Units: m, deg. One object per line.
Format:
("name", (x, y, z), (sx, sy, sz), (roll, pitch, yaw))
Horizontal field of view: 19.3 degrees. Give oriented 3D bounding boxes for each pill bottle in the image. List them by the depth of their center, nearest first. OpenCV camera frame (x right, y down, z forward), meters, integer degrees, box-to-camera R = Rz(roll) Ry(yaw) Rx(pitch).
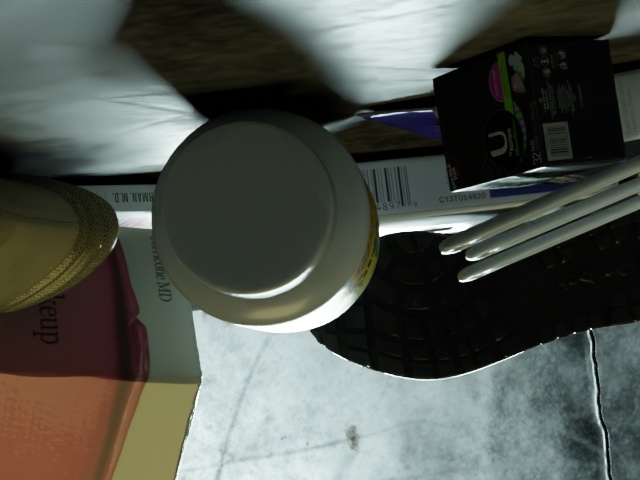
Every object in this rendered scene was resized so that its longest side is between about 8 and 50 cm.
("pill bottle", (-0.028, -0.009, 1.026), (0.117, 0.118, 0.208), (-7, 175, 4))

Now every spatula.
("spatula", (0.180, -0.031, 0.997), (0.242, 0.019, 0.168), (-24, 170, 4))

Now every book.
("book", (-0.116, -0.024, 1.303), (0.144, 0.035, 0.096), (-2, 172, -24))

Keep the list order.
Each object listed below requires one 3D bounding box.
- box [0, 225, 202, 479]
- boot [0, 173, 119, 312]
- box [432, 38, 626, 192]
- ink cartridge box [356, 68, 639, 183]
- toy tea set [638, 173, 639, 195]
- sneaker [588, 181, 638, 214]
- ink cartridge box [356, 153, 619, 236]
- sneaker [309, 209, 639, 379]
("box", (-0.206, 0.076, 1.221), (0.232, 0.149, 0.127), (3, 131, -16))
("boot", (-0.269, 0.008, 1.089), (0.262, 0.095, 0.203), (-13, 175, 22))
("box", (0.101, -0.060, 0.923), (0.052, 0.062, 0.083), (-6, 176, -29))
("ink cartridge box", (0.151, -0.062, 1.102), (0.208, 0.045, 0.206), (-7, 176, 21))
("toy tea set", (0.422, -0.020, 1.514), (0.336, 0.124, 0.200), (-10, 174, 38))
("sneaker", (0.361, -0.008, 1.714), (0.267, 0.106, 0.101), (-7, 175, -16))
("ink cartridge box", (0.081, -0.032, 1.364), (0.223, 0.045, 0.224), (-7, 176, -7))
("sneaker", (0.126, 0.037, 1.388), (0.283, 0.107, 0.124), (-7, -178, -4))
